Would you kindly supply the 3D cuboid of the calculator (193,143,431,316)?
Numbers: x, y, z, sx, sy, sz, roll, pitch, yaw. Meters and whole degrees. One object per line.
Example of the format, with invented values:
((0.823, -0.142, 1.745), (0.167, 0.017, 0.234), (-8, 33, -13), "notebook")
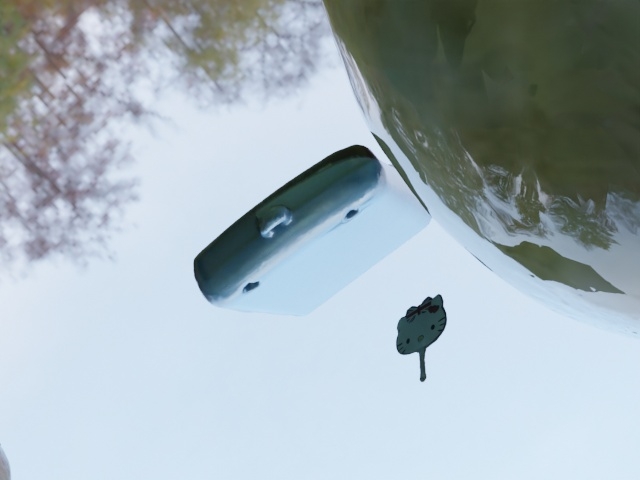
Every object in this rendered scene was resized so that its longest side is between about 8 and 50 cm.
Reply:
((0.000, 0.000, 0.956), (0.173, 0.051, 0.293), (-36, 168, 9), "calculator")

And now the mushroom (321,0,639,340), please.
((0.154, -0.125, 0.439), (0.352, 0.352, 0.260), (-10, -154, 38), "mushroom")

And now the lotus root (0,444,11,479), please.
((-0.462, 0.265, 1.405), (0.145, 0.260, 0.128), (-56, -176, -26), "lotus root")

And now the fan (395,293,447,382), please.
((0.082, 0.082, 0.971), (0.056, 0.004, 0.083), (-33, -143, 33), "fan")
